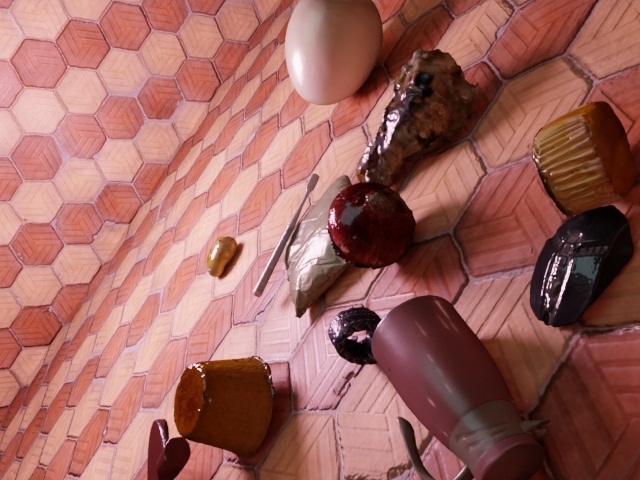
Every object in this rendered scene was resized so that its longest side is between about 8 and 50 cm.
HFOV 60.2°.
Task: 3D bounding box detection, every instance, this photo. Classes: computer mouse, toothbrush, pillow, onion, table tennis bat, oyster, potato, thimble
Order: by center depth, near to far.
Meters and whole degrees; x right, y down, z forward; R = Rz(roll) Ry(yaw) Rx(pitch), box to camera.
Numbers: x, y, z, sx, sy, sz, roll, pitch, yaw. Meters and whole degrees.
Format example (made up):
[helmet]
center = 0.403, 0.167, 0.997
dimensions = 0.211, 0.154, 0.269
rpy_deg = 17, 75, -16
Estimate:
[computer mouse]
center = 0.352, 0.028, 0.760
dimensions = 0.192, 0.062, 0.106
rpy_deg = -57, 29, -4
[thimble]
center = 0.071, 0.171, 0.994
dimensions = 0.095, 0.104, 0.066
rpy_deg = -51, 28, 7
[onion]
center = 0.099, -0.038, 1.076
dimensions = 0.147, 0.184, 0.184
rpy_deg = 95, -166, -68
[table tennis bat]
center = -0.332, 0.500, 1.163
dimensions = 0.414, 0.051, 0.268
rpy_deg = 121, 142, -49
[oyster]
center = 0.184, -0.254, 1.211
dimensions = 0.337, 0.133, 0.197
rpy_deg = -55, 52, 34
[pillow]
center = 0.001, 0.000, 1.301
dimensions = 0.274, 0.076, 0.280
rpy_deg = -48, 30, 19
[toothbrush]
center = -0.087, -0.015, 1.386
dimensions = 0.342, 0.025, 0.030
rpy_deg = -64, 14, -5
[potato]
center = -0.315, 0.048, 1.733
dimensions = 0.138, 0.070, 0.091
rpy_deg = -60, 28, -5

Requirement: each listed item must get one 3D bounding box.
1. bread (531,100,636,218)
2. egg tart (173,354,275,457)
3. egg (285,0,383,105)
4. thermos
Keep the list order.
[bread]
center = 0.373, -0.117, 0.770
dimensions = 0.114, 0.132, 0.190
rpy_deg = -26, 12, 41
[egg tart]
center = -0.200, 0.343, 1.163
dimensions = 0.215, 0.171, 0.215
rpy_deg = -25, 58, 47
[egg]
center = 0.035, -0.561, 1.607
dimensions = 0.283, 0.283, 0.345
rpy_deg = 5, 80, 58
[thermos]
center = 0.178, 0.219, 0.755
dimensions = 0.176, 0.146, 0.265
rpy_deg = -43, 37, 10
